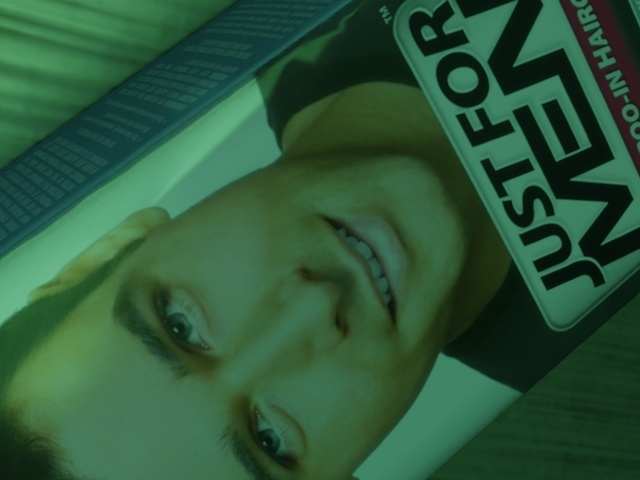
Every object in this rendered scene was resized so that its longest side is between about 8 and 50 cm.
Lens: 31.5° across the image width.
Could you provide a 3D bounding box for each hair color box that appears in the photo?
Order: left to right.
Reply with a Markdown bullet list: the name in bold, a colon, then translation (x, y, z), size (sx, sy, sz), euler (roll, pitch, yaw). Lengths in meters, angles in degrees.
- **hair color box**: translation (0.000, 0.000, 0.475), size (0.374, 0.113, 0.185), euler (-38, 115, -13)
